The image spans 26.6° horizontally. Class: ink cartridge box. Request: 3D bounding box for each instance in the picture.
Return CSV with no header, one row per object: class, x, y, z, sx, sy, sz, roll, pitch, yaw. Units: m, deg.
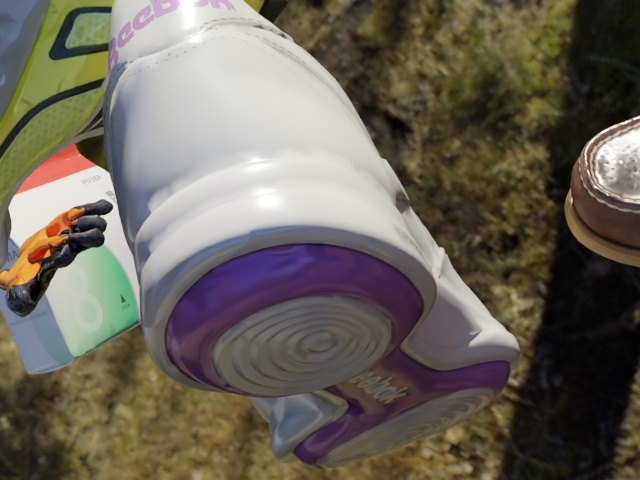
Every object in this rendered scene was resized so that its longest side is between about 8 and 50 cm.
ink cartridge box,-0.208,-0.026,1.079,0.056,0.224,0.181,-17,7,26

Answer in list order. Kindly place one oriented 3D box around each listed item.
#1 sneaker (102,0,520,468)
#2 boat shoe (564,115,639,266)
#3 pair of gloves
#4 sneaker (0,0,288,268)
sneaker,0.000,0.000,0.532,0.114,0.305,0.152,-23,67,3
boat shoe,0.198,-0.040,0.519,0.207,0.073,0.073,-9,55,-2
pair of gloves,-0.083,0.024,0.346,0.083,0.010,0.074,-56,17,-20
sneaker,-0.063,-0.136,0.610,0.385,0.147,0.145,-35,23,-5
